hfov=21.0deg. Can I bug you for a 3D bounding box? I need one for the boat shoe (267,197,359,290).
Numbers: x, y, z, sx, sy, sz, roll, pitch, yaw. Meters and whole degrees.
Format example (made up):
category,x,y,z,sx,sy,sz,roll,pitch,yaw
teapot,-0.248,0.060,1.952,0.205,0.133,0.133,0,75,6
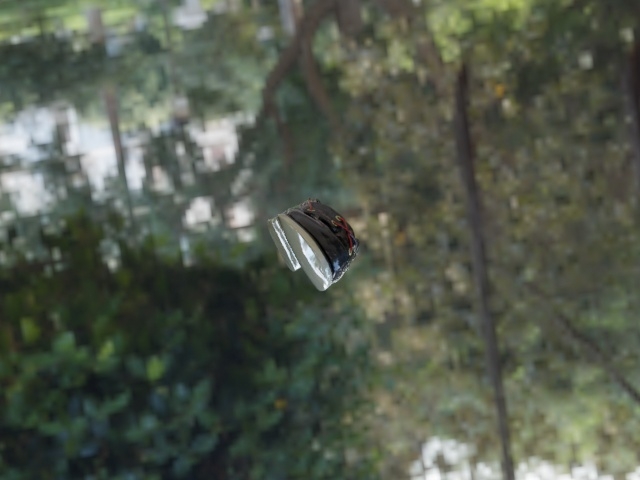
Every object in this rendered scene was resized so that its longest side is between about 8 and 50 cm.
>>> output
category,x,y,z,sx,sy,sz,roll,pitch,yaw
boat shoe,-0.001,-0.002,1.014,0.042,0.049,0.133,-25,-172,-5
